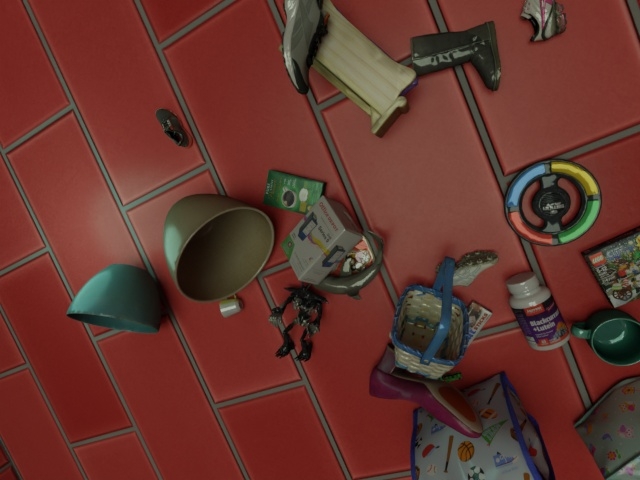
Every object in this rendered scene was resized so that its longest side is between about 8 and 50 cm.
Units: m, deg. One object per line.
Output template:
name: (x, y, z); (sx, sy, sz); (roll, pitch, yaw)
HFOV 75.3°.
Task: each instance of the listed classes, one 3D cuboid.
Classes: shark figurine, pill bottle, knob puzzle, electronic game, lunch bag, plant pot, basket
shark figurine: (0.115, 0.110, 1.217); (0.278, 0.116, 0.166); (-39, 105, 24)
pill bottle: (0.579, 0.187, 1.118); (0.108, 0.108, 0.194); (-26, 93, 20)
knob puzzle: (0.075, 0.045, 1.278); (0.213, 0.030, 0.213); (3, 102, 15)
electronic game: (0.603, -0.097, 1.084); (0.229, 0.048, 0.229); (3, 102, 15)
lunch bag: (0.823, 0.491, 1.050); (0.160, 0.223, 0.262); (36, 107, 0)
lunch bag: (0.424, 0.588, 1.102); (0.327, 0.385, 0.239); (-35, 90, 19)
plant pot: (-0.682, 0.192, 1.426); (0.290, 0.290, 0.196); (0, 67, 16)
basket: (0.298, 0.218, 1.108); (0.201, 0.255, 0.289); (20, 132, 7)

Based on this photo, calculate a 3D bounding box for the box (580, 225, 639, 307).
box: (0.822, 0.050, 1.052); (0.233, 0.044, 0.159); (-30, 92, 20)

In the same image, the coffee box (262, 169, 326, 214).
coffee box: (-0.080, -0.146, 1.278); (0.184, 0.040, 0.113); (14, 105, 13)

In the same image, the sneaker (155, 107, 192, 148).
sneaker: (-0.481, -0.366, 1.336); (0.158, 0.065, 0.061); (47, 110, 2)

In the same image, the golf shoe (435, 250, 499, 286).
golf shoe: (0.421, 0.087, 1.177); (0.176, 0.069, 0.086); (-20, 112, 25)

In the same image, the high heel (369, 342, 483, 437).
high heel: (0.282, 0.465, 1.176); (0.127, 0.377, 0.181); (13, 103, -31)

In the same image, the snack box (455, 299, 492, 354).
snack box: (0.428, 0.265, 1.224); (0.064, 0.022, 0.178); (31, 108, 7)

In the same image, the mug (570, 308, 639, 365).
mug: (0.755, 0.237, 1.083); (0.157, 0.097, 0.129); (41, 110, 6)

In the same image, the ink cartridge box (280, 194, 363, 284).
ink cartridge box: (0.000, 0.000, 1.211); (0.212, 0.093, 0.154); (-46, 51, 21)

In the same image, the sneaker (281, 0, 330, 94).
sneaker: (-0.033, -0.496, 1.004); (0.107, 0.100, 0.272); (4, 100, 9)

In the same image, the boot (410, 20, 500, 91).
boot: (0.344, -0.458, 1.070); (0.208, 0.076, 0.190); (-9, 85, 11)

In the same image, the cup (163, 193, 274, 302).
cup: (-0.342, -0.013, 1.264); (0.237, 0.331, 0.331); (39, 111, 32)

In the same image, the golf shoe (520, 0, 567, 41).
golf shoe: (0.523, -0.578, 0.996); (0.085, 0.067, 0.186); (-17, 96, 20)

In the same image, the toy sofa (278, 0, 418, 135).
toy sofa: (0.084, -0.456, 1.107); (0.362, 0.150, 0.177); (42, 106, 5)

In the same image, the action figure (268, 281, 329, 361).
action figure: (-0.067, 0.252, 1.307); (0.164, 0.141, 0.276); (13, 108, 15)

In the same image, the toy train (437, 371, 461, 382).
toy train: (0.393, 0.423, 1.271); (0.083, 0.017, 0.024); (-19, 105, 19)

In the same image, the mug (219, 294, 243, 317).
mug: (-0.303, 0.218, 1.411); (0.064, 0.062, 0.078); (-16, 103, 11)
